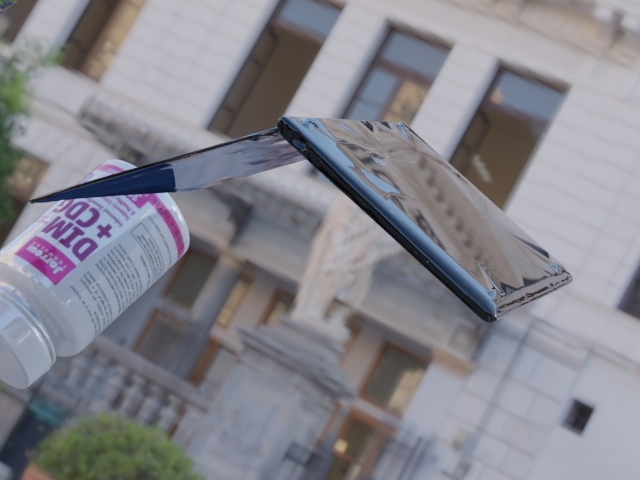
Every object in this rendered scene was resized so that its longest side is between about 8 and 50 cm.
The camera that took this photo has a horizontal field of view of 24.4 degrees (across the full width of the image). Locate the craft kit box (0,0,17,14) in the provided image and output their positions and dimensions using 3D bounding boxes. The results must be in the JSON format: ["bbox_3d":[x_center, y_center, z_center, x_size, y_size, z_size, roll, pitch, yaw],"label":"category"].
[{"bbox_3d":[-0.381,-0.347,1.507,0.250,0.061,0.247,35,-25,-21],"label":"craft kit box"}]

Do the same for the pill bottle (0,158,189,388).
[{"bbox_3d":[-0.311,0.042,1.841,0.160,0.283,0.160,32,-31,22],"label":"pill bottle"}]

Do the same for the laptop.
[{"bbox_3d":[0.000,0.000,1.503,0.408,0.236,0.382,43,16,12],"label":"laptop"}]
